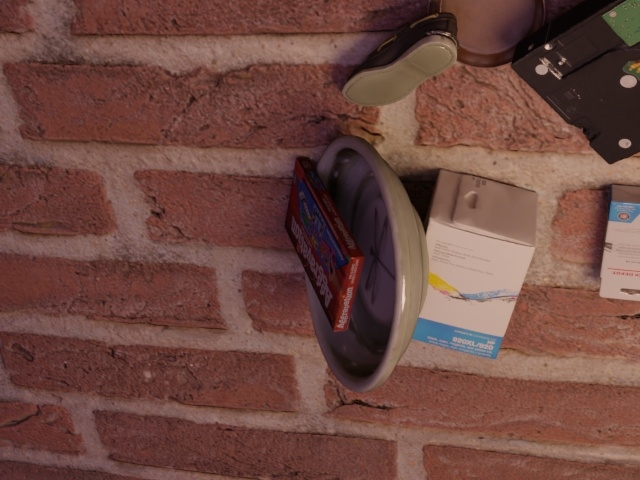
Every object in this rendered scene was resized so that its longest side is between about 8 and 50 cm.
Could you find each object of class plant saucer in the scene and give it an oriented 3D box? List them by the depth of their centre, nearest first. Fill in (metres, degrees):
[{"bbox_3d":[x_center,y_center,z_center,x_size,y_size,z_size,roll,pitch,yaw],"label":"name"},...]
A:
[{"bbox_3d":[0.241,-0.333,1.365,0.169,0.029,0.168,7,123,11],"label":"plant saucer"},{"bbox_3d":[0.081,0.034,1.476,0.101,0.400,0.400,-3,127,-19],"label":"plant saucer"}]

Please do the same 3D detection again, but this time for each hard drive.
[{"bbox_3d":[0.462,-0.256,1.267,0.237,0.064,0.339,38,141,-20],"label":"hard drive"}]

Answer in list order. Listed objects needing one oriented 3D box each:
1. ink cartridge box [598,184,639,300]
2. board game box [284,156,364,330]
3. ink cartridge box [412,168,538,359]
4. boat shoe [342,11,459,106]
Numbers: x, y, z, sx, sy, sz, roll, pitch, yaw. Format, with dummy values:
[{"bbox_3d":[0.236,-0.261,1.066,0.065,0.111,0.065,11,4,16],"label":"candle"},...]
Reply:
[{"bbox_3d":[0.502,0.006,1.490,0.104,0.060,0.180,6,123,12],"label":"ink cartridge box"},{"bbox_3d":[0.000,0.000,1.513,0.027,0.281,0.145,-4,127,-19],"label":"board game box"},{"bbox_3d":[0.238,0.037,1.517,0.168,0.171,0.232,14,125,5],"label":"ink cartridge box"},{"bbox_3d":[0.120,-0.268,1.408,0.081,0.068,0.228,28,150,-31],"label":"boat shoe"}]
